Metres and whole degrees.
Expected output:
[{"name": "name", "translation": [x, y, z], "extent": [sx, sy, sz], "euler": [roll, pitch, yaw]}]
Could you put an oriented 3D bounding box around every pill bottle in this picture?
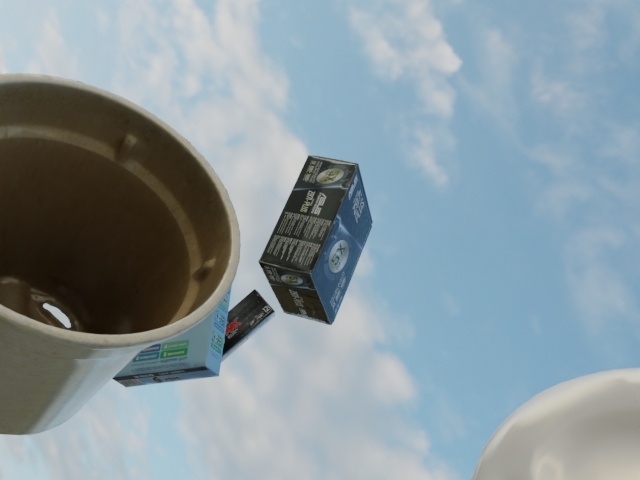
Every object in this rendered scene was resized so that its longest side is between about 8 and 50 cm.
[{"name": "pill bottle", "translation": [0.263, 0.306, 0.622], "extent": [0.224, 0.224, 0.392], "euler": [26, -34, 49]}]

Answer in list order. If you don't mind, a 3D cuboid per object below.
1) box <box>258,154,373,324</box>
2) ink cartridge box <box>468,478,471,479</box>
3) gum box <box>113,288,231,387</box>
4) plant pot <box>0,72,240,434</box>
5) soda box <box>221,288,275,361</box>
[{"name": "box", "translation": [0.000, 0.000, 1.113], "extent": [0.077, 0.180, 0.147], "euler": [13, -29, 21]}, {"name": "ink cartridge box", "translation": [0.214, 0.381, 0.924], "extent": [0.189, 0.097, 0.255], "euler": [-33, -94, 20]}, {"name": "gum box", "translation": [-0.210, 0.113, 1.171], "extent": [0.157, 0.041, 0.184], "euler": [-11, -124, 22]}, {"name": "plant pot", "translation": [-0.303, 0.047, 0.878], "extent": [0.305, 0.334, 0.334], "euler": [-50, -117, 39]}, {"name": "soda box", "translation": [-0.164, 0.167, 1.484], "extent": [0.060, 0.169, 0.053], "euler": [47, -13, 12]}]
